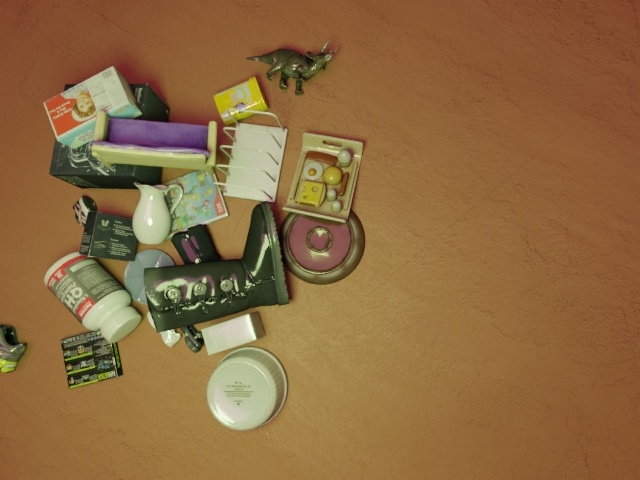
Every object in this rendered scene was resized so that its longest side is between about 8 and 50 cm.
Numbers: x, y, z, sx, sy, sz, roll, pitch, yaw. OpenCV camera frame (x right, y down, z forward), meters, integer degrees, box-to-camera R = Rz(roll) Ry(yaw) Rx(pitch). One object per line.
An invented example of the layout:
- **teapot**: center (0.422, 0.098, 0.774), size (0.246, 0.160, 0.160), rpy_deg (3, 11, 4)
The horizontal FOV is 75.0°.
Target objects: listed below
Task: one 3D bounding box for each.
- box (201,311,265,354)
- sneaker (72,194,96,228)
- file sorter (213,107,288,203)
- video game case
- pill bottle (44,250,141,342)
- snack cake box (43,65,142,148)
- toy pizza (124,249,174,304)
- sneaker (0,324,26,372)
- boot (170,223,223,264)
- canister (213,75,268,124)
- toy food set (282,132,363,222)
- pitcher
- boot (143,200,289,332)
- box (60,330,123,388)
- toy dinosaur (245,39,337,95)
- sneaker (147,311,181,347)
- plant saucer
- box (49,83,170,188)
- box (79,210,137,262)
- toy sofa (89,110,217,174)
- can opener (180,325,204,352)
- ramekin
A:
- **box**: center (-0.291, 0.312, 1.414), size (0.171, 0.130, 0.090), rpy_deg (-19, 82, 3)
- **sneaker**: center (-0.870, -0.074, 1.560), size (0.077, 0.072, 0.178), rpy_deg (-29, 73, 15)
- **file sorter**: center (-0.245, -0.292, 1.452), size (0.193, 0.173, 0.277), rpy_deg (9, 86, 8)
- **video game case**: center (-0.499, -0.135, 1.538), size (0.286, 0.025, 0.203), rpy_deg (-20, 82, 4)
- **pill bottle**: center (-0.785, 0.201, 1.458), size (0.319, 0.176, 0.176), rpy_deg (42, 90, 9)
- **snack cake box**: center (-0.750, -0.436, 1.378), size (0.265, 0.089, 0.152), rpy_deg (-26, 79, 1)
- **toy pizza**: center (-0.616, 0.133, 1.519), size (0.202, 0.032, 0.201), rpy_deg (-1, 83, 7)
- **sneaker**: center (-1.209, 0.349, 1.538), size (0.300, 0.111, 0.121), rpy_deg (38, 79, 3)
- **boot**: center (-0.474, 0.078, 1.475), size (0.247, 0.094, 0.207), rpy_deg (-32, 85, -5)
- **canister**: center (-0.292, -0.510, 1.530), size (0.170, 0.073, 0.126), rpy_deg (-21, 82, 5)
- **toy food set**: center (0.011, -0.218, 1.430), size (0.220, 0.092, 0.305), rpy_deg (12, 71, 7)
- **pitcher**: center (-0.568, -0.099, 1.471), size (0.126, 0.178, 0.206), rpy_deg (19, 108, 39)
- **boot**: center (-0.352, 0.079, 1.380), size (0.446, 0.146, 0.366), rpy_deg (-10, 88, -7)
- **box**: center (-0.827, 0.422, 1.507), size (0.191, 0.045, 0.184), rpy_deg (-16, 85, 4)
- **toy dinosaur**: center (-0.107, -0.634, 1.517), size (0.314, 0.121, 0.160), rpy_deg (12, 74, 12)
- **sneaker**: center (-0.557, 0.305, 1.489), size (0.061, 0.053, 0.152), rpy_deg (-40, 87, -8)
- **plant saucer**: center (0.000, 0.000, 1.457), size (0.311, 0.050, 0.310), rpy_deg (-1, 85, 6)
- **box**: center (-0.747, -0.368, 1.502), size (0.313, 0.179, 0.342), rpy_deg (2, 80, 6)
- **box**: center (-0.742, -0.013, 1.477), size (0.093, 0.156, 0.158), rpy_deg (5, 83, 42)
- **toy sofa**: center (-0.513, -0.314, 1.316), size (0.363, 0.177, 0.150), rpy_deg (3, 80, -9)
- **can opener**: center (-0.476, 0.309, 1.471), size (0.073, 0.059, 0.186), rpy_deg (-38, 82, 2)
- **ramekin**: center (-0.252, 0.501, 1.392), size (0.273, 0.127, 0.272), rpy_deg (-1, 84, 7)
